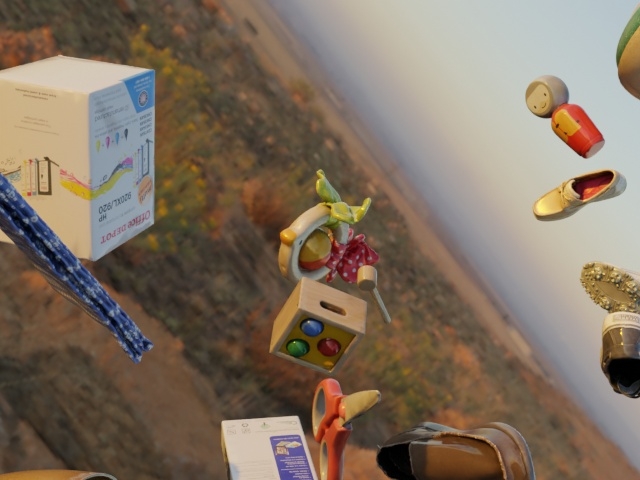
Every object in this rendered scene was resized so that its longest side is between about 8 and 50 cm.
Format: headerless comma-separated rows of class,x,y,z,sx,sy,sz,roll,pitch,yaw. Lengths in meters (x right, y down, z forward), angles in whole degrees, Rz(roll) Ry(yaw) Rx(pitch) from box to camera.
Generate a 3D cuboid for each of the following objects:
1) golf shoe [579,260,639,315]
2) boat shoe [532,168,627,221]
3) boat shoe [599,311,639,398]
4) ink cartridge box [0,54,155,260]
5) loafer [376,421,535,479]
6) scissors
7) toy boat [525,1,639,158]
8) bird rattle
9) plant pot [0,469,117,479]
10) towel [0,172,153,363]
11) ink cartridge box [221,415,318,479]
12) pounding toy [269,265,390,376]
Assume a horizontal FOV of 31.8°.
golf shoe,0.453,0.073,1.583,0.176,0.069,0.086,27,31,17
boat shoe,0.443,-0.085,1.955,0.059,0.170,0.063,31,40,-57
boat shoe,0.424,0.177,1.544,0.228,0.080,0.076,66,29,-59
ink cartridge box,-0.337,-0.116,1.536,0.171,0.168,0.232,-40,137,-61
loafer,0.215,0.380,1.856,0.366,0.130,0.133,-17,-93,61
scissors,0.019,0.147,1.018,0.297,0.021,0.109,102,-15,-61
toy boat,0.468,-0.269,1.699,0.148,0.318,0.267,54,6,24
bird rattle,0.000,0.000,2.132,0.143,0.207,0.253,42,-31,28
plant pot,-0.538,0.532,2.145,0.254,0.237,0.237,9,-18,30
towel,-0.329,-0.015,1.187,0.243,0.040,0.336,27,-23,49
ink cartridge box,-0.096,0.455,2.180,0.332,0.165,0.065,-115,-155,-66
pounding toy,0.037,0.139,1.949,0.181,0.206,0.094,22,38,-13
